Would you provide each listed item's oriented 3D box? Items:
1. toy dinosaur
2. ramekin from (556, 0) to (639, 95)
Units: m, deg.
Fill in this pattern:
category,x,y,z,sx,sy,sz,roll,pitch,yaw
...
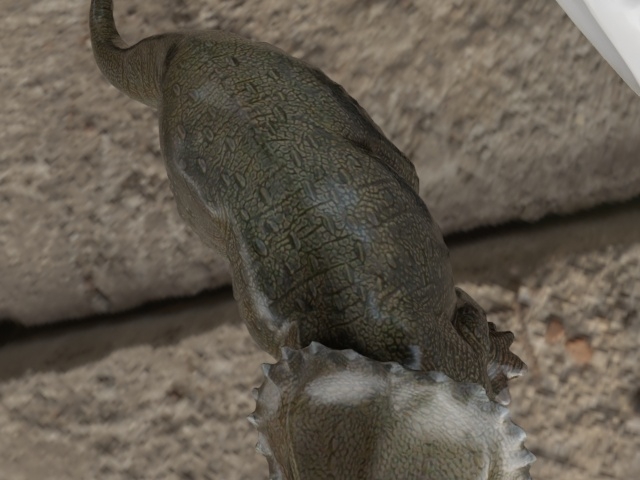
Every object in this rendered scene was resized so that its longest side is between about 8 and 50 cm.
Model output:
category,x,y,z,sx,sy,sz,roll,pitch,yaw
toy dinosaur,0.000,0.000,0.505,0.121,0.160,0.313,-19,70,-1
ramekin,0.172,-0.201,0.832,0.127,0.273,0.273,-39,98,10
